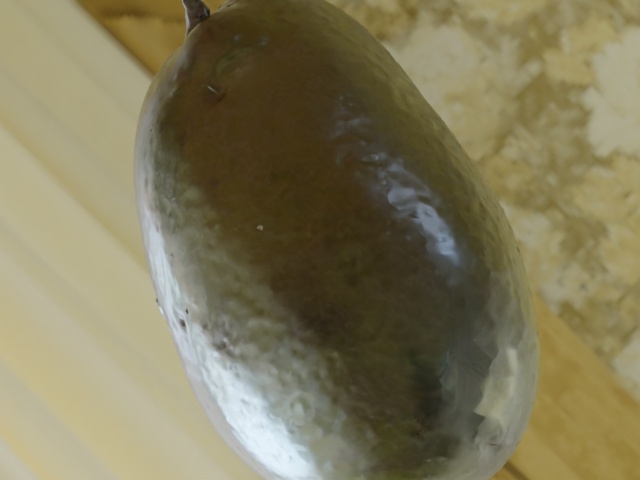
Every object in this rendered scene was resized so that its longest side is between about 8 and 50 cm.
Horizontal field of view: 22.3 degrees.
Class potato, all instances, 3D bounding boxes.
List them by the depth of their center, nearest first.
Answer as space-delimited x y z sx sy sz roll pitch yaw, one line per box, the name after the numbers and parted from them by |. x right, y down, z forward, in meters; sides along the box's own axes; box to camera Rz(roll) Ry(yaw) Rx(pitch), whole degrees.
0.000 0.000 0.715 0.174 0.251 0.159 -28 179 39 | potato
